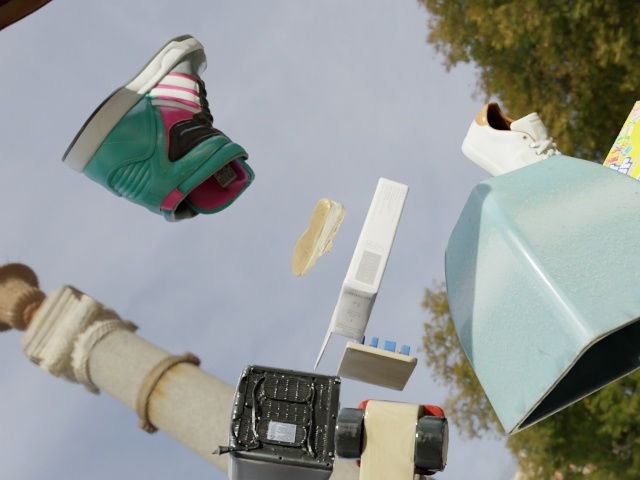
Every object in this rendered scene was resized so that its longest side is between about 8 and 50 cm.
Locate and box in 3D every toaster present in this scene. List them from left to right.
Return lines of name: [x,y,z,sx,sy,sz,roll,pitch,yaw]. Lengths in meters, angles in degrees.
toaster: [-0.063,0.290,1.205,0.168,0.185,0.110,-84,3,-45]

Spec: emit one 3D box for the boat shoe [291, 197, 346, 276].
boat shoe: [0.000,0.000,1.522,0.059,0.063,0.170,11,-62,-35]

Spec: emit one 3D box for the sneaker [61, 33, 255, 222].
sneaker: [-0.152,-0.123,0.912,0.124,0.178,0.295,-43,14,36]

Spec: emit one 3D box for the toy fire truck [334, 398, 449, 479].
toy fire truck: [0.116,0.300,0.916,0.246,0.158,0.217,34,-121,-71]

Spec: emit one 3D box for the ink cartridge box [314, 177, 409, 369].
ink cartridge box: [0.080,0.070,1.469,0.296,0.066,0.261,-68,-5,-45]

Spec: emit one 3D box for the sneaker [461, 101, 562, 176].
sneaker: [0.372,-0.141,1.346,0.106,0.290,0.123,-23,-39,-41]

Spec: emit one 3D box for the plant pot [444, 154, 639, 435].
plant pot: [0.293,0.042,0.969,0.247,0.252,0.247,-19,-31,-23]

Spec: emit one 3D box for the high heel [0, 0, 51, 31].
high heel: [-0.280,-0.219,0.717,0.127,0.377,0.181,58,-165,-67]

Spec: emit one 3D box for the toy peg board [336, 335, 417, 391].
toy peg board: [0.132,0.264,1.803,0.161,0.161,0.079,103,-179,-56]

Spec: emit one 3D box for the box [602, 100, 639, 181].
box: [0.546,-0.043,1.109,0.177,0.279,0.290,37,-103,-24]
